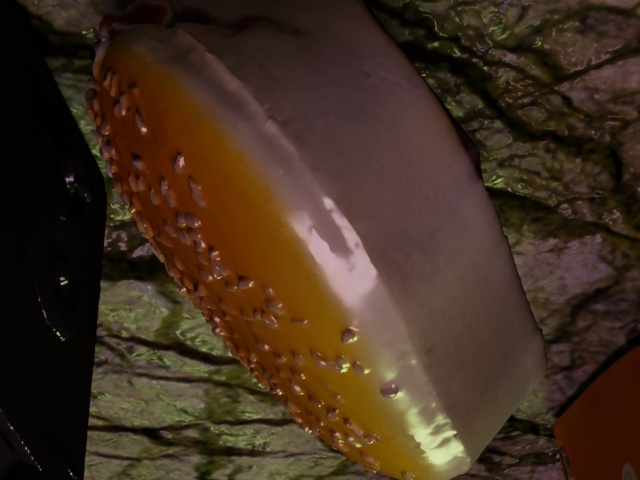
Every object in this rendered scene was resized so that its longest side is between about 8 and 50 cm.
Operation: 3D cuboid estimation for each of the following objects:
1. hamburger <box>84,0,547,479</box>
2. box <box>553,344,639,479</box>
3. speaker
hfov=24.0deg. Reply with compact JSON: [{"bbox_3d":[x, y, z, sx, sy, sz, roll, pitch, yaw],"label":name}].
[{"bbox_3d":[0.000,0.000,0.742,0.151,0.227,0.295,-30,134,-7],"label":"hamburger"},{"bbox_3d":[0.334,0.222,1.008,0.341,0.225,0.143,22,133,-27],"label":"box"},{"bbox_3d":[-0.217,-0.001,0.694,0.184,0.254,0.232,-11,137,9],"label":"speaker"}]
